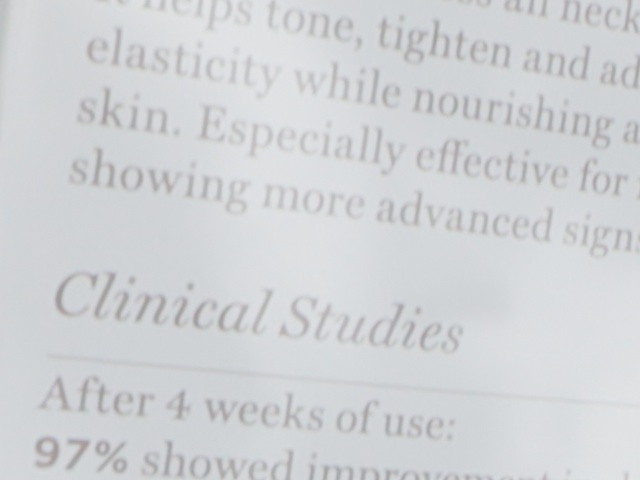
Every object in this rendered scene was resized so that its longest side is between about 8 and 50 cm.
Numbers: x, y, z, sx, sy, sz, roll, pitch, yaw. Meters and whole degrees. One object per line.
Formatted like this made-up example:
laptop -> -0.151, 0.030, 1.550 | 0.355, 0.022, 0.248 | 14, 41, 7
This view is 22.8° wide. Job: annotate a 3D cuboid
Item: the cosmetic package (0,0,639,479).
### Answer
cosmetic package -> 0.000, 0.000, 0.613 | 0.329, 0.327, 0.393 | 7, 96, -21
